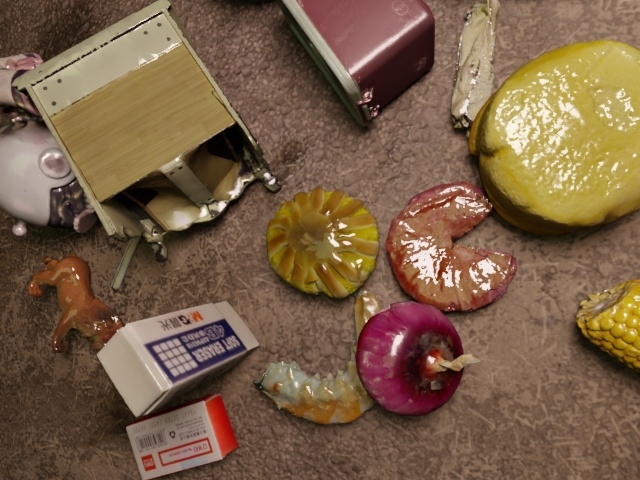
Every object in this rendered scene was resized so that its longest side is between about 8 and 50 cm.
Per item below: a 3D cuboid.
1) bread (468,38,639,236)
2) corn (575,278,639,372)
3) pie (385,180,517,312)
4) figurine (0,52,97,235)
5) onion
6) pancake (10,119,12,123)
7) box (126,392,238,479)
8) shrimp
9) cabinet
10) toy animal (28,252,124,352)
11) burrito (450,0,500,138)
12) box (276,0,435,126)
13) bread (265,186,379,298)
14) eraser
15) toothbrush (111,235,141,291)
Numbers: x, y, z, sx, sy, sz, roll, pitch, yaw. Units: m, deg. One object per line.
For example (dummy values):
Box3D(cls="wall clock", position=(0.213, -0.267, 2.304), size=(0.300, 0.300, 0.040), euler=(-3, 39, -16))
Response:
Box3D(cls="bread", position=(0.357, -0.139, 0.598), size=(0.270, 0.148, 0.269), euler=(0, 91, 12))
Box3D(cls="corn", position=(0.545, 0.165, 0.529), size=(0.388, 0.144, 0.143), euler=(29, 99, 17))
Box3D(cls="pie", position=(0.214, 0.015, 0.698), size=(0.205, 0.054, 0.218), euler=(-32, 78, 16))
Box3D(cls="figurine", position=(-0.597, -0.196, 0.870), size=(0.211, 0.253, 0.360), euler=(-14, 127, -10))
Box3D(cls="onion", position=(0.142, 0.185, 0.661), size=(0.178, 0.153, 0.177), euler=(0, 95, 1))
Box3D(cls="pancake", position=(-0.728, -0.230, 1.044), size=(0.266, 0.057, 0.244), euler=(-45, 76, 11))
Box3D(cls="box", position=(-0.293, 0.411, 0.880), size=(0.230, 0.050, 0.122), euler=(-24, 83, 18))
Box3D(cls="shrimp", position=(0.028, 0.227, 0.756), size=(0.185, 0.068, 0.287), euler=(43, 101, 14))
Box3D(cls="cabinet", position=(-0.280, -0.178, 0.753), size=(0.290, 0.227, 0.317), euler=(-33, 79, -6))
Box3D(cls="toy animal", position=(-0.561, 0.134, 0.970), size=(0.158, 0.097, 0.312), euler=(-31, 76, 5))
Box3D(cls="burrito", position=(0.253, -0.279, 0.689), size=(0.063, 0.058, 0.229), euler=(6, 94, 16))
Box3D(cls="box", position=(0.053, -0.362, 0.695), size=(0.168, 0.193, 0.293), euler=(-35, 78, 11))
Box3D(cls="bread", position=(0.000, 0.000, 0.745), size=(0.214, 0.105, 0.213), euler=(-5, 77, 22))
Box3D(cls="eraser", position=(-0.231, 0.192, 0.738), size=(0.081, 0.279, 0.124), euler=(-46, 75, 15))
Box3D(cls="toothbrush", position=(-0.413, -0.015, 0.943), size=(0.028, 0.026, 0.293), euler=(28, 99, 37))
